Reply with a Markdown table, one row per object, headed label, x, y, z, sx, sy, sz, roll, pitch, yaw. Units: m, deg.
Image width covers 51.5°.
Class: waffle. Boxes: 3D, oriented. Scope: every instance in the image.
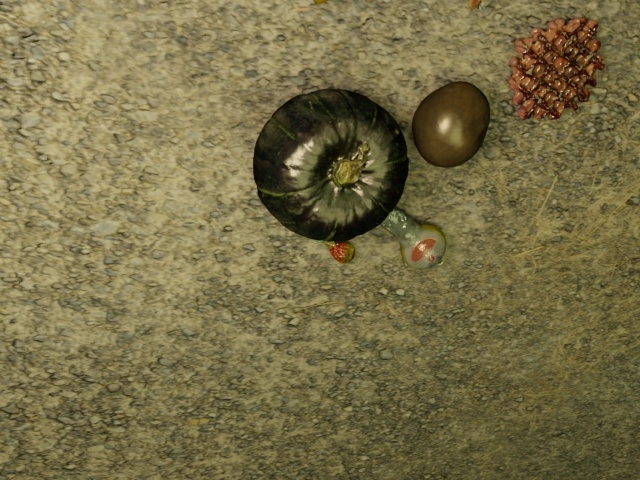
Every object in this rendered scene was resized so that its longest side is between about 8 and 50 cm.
| label | x | y | z | sx | sy | sz | roll | pitch | yaw |
| --- | --- | --- | --- | --- | --- | --- | --- | --- | --- |
| waffle | 0.526 | -0.378 | 1.488 | 0.221 | 0.055 | 0.234 | -18 | 123 | -3 |

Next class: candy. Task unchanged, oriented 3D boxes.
| label | x | y | z | sx | sy | sz | roll | pitch | yaw |
| --- | --- | --- | --- | --- | --- | --- | --- | --- | --- |
| candy | 0.000 | 0.000 | 1.601 | 0.201 | 0.060 | 0.060 | 27 | 113 | -25 |

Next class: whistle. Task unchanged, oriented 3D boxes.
| label | x | y | z | sx | sy | sz | roll | pitch | yaw |
| --- | --- | --- | --- | --- | --- | --- | --- | --- | --- |
| whistle | 0.227 | -0.006 | 1.630 | 0.223 | 0.123 | 0.123 | 40 | 106 | -21 |

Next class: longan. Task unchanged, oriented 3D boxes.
| label | x | y | z | sx | sy | sz | roll | pitch | yaw |
| --- | --- | --- | --- | --- | --- | --- | --- | --- | --- |
| longan | 0.282 | -0.250 | 1.435 | 0.168 | 0.167 | 0.187 | 26 | 113 | -32 |

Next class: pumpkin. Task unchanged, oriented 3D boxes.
| label | x | y | z | sx | sy | sz | roll | pitch | yaw |
| --- | --- | --- | --- | --- | --- | --- | --- | --- | --- |
| pumpkin | 0.020 | -0.153 | 1.367 | 0.324 | 0.241 | 0.323 | -5 | 110 | -13 |

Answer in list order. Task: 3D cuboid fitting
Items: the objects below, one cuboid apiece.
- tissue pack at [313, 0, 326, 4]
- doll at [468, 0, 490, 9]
| label | x | y | z | sx | sy | sz | roll | pitch | yaw |
| --- | --- | --- | --- | --- | --- | --- | --- | --- | --- |
| tissue pack | 0.049 | -0.518 | 1.210 | 0.169 | 0.082 | 0.119 | -20 | 130 | -3 |
| doll | 0.328 | -0.537 | 1.292 | 0.217 | 0.085 | 0.183 | -20 | 133 | -25 |
